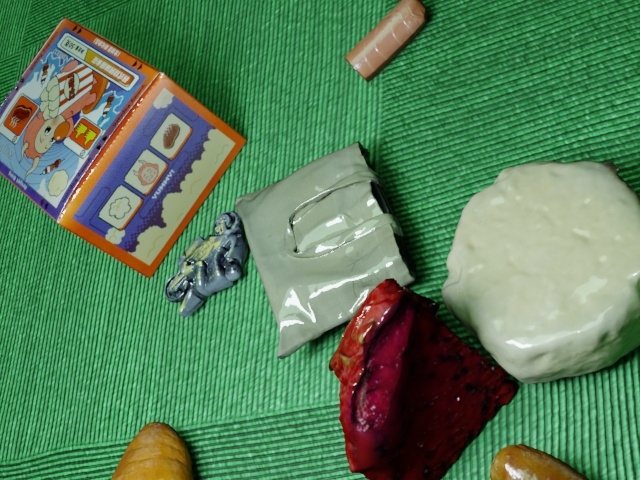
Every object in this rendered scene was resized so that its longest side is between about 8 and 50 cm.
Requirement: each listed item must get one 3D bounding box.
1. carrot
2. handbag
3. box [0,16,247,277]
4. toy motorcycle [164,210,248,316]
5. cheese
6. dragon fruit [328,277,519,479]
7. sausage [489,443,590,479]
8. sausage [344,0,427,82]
[{"bbox_3d":[-0.248,0.378,1.792,0.159,0.159,0.225,-22,42,27],"label":"carrot"},{"bbox_3d":[0.004,0.001,1.827,0.253,0.109,0.316,-30,49,15],"label":"handbag"},{"bbox_3d":[-0.387,-0.173,2.134,0.348,0.257,0.319,35,90,44],"label":"box"},{"bbox_3d":[-0.183,0.044,1.981,0.193,0.061,0.124,-52,48,-1],"label":"toy motorcycle"},{"bbox_3d":[0.319,0.031,1.549,0.326,0.115,0.318,-7,56,28],"label":"cheese"},{"bbox_3d":[0.128,0.148,1.539,0.240,0.330,0.302,-13,53,6],"label":"dragon fruit"},{"bbox_3d":[0.318,0.348,1.380,0.302,0.102,0.076,49,136,42],"label":"sausage"},{"bbox_3d":[0.120,-0.345,1.972,0.169,0.065,0.065,-45,46,7],"label":"sausage"}]
